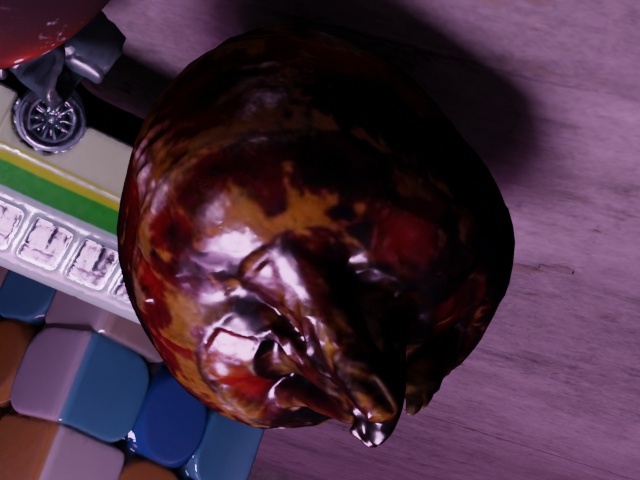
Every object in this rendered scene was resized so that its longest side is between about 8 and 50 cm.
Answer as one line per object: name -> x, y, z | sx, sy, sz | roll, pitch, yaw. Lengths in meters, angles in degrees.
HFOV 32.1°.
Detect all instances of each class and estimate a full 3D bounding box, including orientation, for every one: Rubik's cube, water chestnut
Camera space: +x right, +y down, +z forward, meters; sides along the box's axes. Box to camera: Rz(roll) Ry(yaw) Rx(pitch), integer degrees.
Rubik's cube -> -0.307, 0.222, 1.481 | 0.346, 0.344, 0.346 | 3, 156, 41
water chestnut -> 0.000, 0.000, 0.740 | 0.244, 0.289, 0.289 | 18, 163, 34

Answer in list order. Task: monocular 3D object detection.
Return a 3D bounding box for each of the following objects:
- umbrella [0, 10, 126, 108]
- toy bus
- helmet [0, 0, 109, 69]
umbrella -> -0.275, -0.190, 0.677 | 0.143, 0.094, 0.349 | 29, -179, 38
toy bus -> -0.171, -0.032, 0.901 | 0.276, 0.165, 0.134 | 26, -168, -20
helmet -> -0.183, -0.183, 0.551 | 0.216, 0.193, 0.189 | -36, 141, 16
